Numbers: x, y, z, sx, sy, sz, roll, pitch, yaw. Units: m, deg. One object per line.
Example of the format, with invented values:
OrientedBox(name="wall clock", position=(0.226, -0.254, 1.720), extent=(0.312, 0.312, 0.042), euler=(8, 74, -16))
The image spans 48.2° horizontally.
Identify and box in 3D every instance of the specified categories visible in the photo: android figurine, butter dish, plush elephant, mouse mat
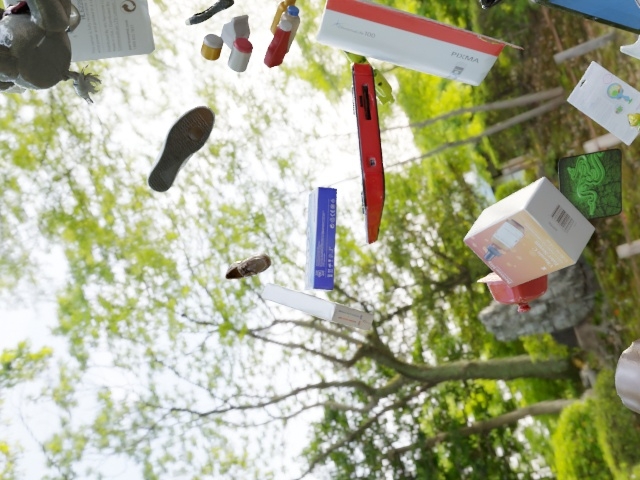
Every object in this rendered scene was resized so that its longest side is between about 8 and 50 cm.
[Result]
OrientedBox(name="android figurine", position=(0.139, -0.510, 2.141), extent=(0.273, 0.056, 0.248), euler=(42, -165, -42))
OrientedBox(name="butter dish", position=(0.525, 0.130, 1.884), extent=(0.160, 0.160, 0.118), euler=(-13, -89, -28))
OrientedBox(name="plush elephant", position=(-0.637, -0.432, 1.505), extent=(0.255, 0.272, 0.330), euler=(31, 172, 36))
OrientedBox(name="mouse mat", position=(0.676, -0.133, 1.792), extent=(0.007, 0.152, 0.190), euler=(-85, -17, -60))

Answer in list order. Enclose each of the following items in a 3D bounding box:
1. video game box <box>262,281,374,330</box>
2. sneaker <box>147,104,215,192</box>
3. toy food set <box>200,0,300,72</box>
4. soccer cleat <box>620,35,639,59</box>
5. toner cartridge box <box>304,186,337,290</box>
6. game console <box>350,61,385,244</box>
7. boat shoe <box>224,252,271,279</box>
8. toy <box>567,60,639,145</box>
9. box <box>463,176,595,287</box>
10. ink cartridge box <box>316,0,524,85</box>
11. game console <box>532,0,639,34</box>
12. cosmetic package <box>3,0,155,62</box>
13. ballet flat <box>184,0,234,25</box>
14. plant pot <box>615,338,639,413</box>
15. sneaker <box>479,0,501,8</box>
OrientedBox(name="video game box", position=(-0.005, 0.157, 1.698), extent=(0.187, 0.205, 0.048), euler=(20, -94, -55))
OrientedBox(name="sneaker", position=(-0.397, -0.276, 2.027), extent=(0.106, 0.290, 0.123), euler=(35, -159, -19))
OrientedBox(name="toy food set", position=(-0.116, -0.407, 1.383), extent=(0.232, 0.105, 0.111), euler=(-27, -114, -40))
OrientedBox(name="soccer cleat", position=(0.826, -0.609, 1.757), extent=(0.116, 0.143, 0.332), euler=(-17, -62, -58))
OrientedBox(name="toner cartridge box", position=(0.000, 0.000, 2.470), extent=(0.165, 0.075, 0.348), euler=(155, 118, -76))
OrientedBox(name="game console", position=(0.112, -0.219, 1.826), extent=(0.342, 0.060, 0.387), euler=(90, 177, -70))
OrientedBox(name="boat shoe", position=(-0.227, 0.089, 2.229), extent=(0.064, 0.178, 0.060), euler=(61, -142, -13))
OrientedBox(name="toy", position=(0.856, -0.400, 2.088), extent=(0.056, 0.137, 0.237), euler=(-7, -135, -41))
OrientedBox(name="box", position=(0.361, -0.010, 1.252), extent=(0.130, 0.170, 0.091), euler=(44, -121, -6))
OrientedBox(name="ink cartridge box", position=(0.148, -0.337, 1.225), extent=(0.385, 0.308, 0.091), euler=(-86, 12, -73))
OrientedBox(name="game console", position=(0.517, -0.325, 1.101), extent=(0.293, 0.173, 0.250), euler=(5, -126, -25))
OrientedBox(name="cosmetic package", position=(-0.612, -0.690, 1.757), extent=(0.329, 0.327, 0.394), euler=(99, 155, -53))
OrientedBox(name="ballet flat", position=(-0.336, -0.694, 2.148), extent=(0.049, 0.173, 0.057), euler=(56, -162, -32))
OrientedBox(name="plant pot", position=(0.565, 0.225, 1.109), extent=(0.167, 0.167, 0.165), euler=(66, 161, -13))
OrientedBox(name="sneaker", position=(0.332, -0.534, 1.478), extent=(0.227, 0.130, 0.087), euler=(17, 135, 55))
